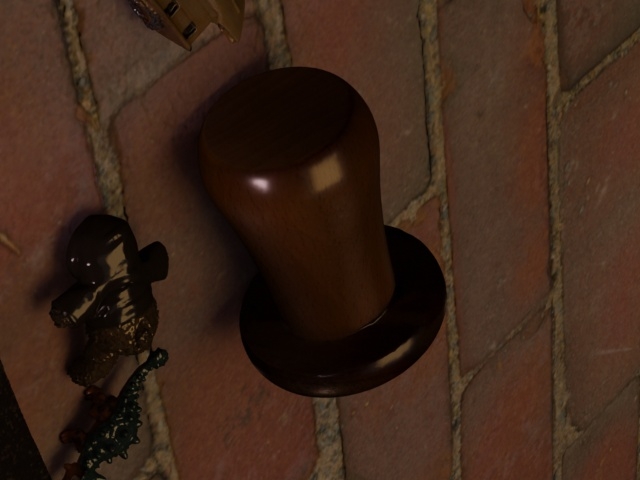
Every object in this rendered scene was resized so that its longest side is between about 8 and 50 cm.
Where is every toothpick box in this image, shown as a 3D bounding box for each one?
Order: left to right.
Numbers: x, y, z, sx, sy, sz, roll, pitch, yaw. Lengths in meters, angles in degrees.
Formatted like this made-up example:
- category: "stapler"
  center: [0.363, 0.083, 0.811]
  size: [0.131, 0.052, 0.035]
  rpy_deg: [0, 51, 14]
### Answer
- category: "toothpick box"
  center: [0.000, 0.000, 1.653]
  size: [0.192, 0.192, 0.294]
  rpy_deg: [-45, 138, -27]

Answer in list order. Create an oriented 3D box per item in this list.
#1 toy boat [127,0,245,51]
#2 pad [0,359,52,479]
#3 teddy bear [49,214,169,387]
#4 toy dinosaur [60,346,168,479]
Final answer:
- category: "toy boat"
  center: [-0.120, -0.209, 1.444]
  size: [0.077, 0.057, 0.200]
  rpy_deg: [-50, 146, -9]
- category: "pad"
  center: [-0.320, 0.189, 1.494]
  size: [0.220, 0.004, 0.330]
  rpy_deg: [-44, 143, -27]
- category: "teddy bear"
  center: [-0.165, 0.055, 1.548]
  size: [0.119, 0.078, 0.160]
  rpy_deg: [-35, 140, -31]
- category: "toy dinosaur"
  center: [-0.179, 0.156, 1.626]
  size: [0.154, 0.055, 0.049]
  rpy_deg: [-57, 144, -5]
